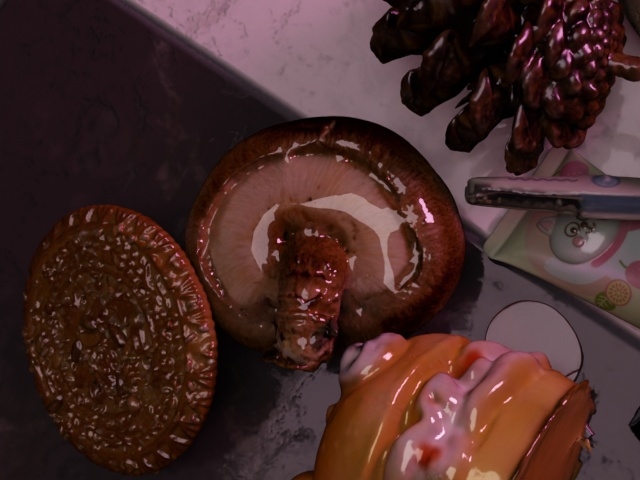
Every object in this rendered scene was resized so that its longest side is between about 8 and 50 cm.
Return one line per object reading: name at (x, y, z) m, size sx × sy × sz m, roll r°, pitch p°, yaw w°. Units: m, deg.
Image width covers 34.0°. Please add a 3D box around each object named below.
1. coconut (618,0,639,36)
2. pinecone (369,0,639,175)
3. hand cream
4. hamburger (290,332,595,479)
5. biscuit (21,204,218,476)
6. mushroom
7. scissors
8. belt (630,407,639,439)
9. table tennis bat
coconut at (0.389, -0.266, 1.027) m, size 0.183 × 0.171 × 0.171 m, roll -30°, pitch 74°, yaw 4°
pinecone at (0.171, -0.204, 1.044) m, size 0.309 × 0.244 × 0.244 m, roll 32°, pitch 90°, yaw 37°
hand cream at (0.323, 0.028, 1.044) m, size 0.306 × 0.093 × 0.147 m, roll 34°, pitch 88°, yaw 28°
hamburger at (0.106, 0.209, 0.987) m, size 0.236 × 0.276 × 0.276 m, roll 22°, pitch 87°, yaw 28°
biscuit at (-0.229, 0.110, 1.139) m, size 0.305 × 0.038 × 0.305 m, roll 5°, pitch 99°, yaw 37°
mushroom at (0.003, 0.009, 1.094) m, size 0.297 × 0.163 × 0.278 m, roll 0°, pitch 72°, yaw 17°
scissors at (0.285, -0.041, 1.014) m, size 0.289 × 0.138 × 0.041 m, roll 2°, pitch 120°, yaw 9°
belt at (0.372, 0.219, 0.959) m, size 0.078 × 0.151 × 0.198 m, roll -44°, pitch 63°, yaw 9°
table tennis bat at (0.232, 0.135, 1.081) m, size 0.095 × 0.014 × 0.158 m, roll -31°, pitch 72°, yaw 7°
